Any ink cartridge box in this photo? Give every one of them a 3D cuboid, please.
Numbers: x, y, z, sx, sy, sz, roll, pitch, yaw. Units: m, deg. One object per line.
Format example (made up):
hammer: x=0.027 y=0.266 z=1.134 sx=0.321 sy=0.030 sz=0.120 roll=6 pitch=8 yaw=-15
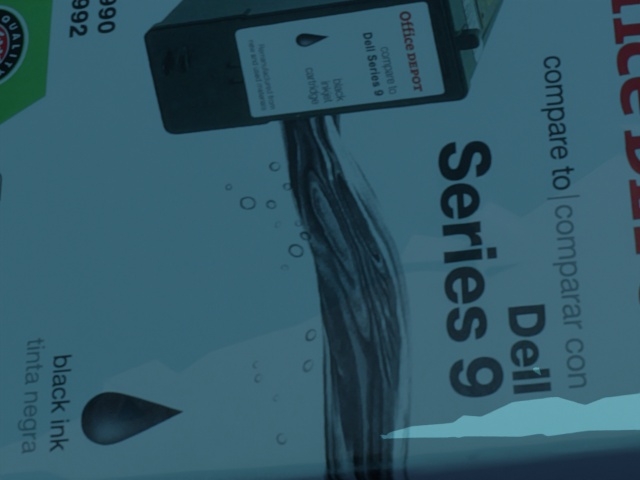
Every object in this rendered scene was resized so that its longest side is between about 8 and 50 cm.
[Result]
ink cartridge box: x=0.000 y=0.000 z=0.629 sx=0.289 sy=0.121 sz=0.211 roll=-7 pitch=62 yaw=10
